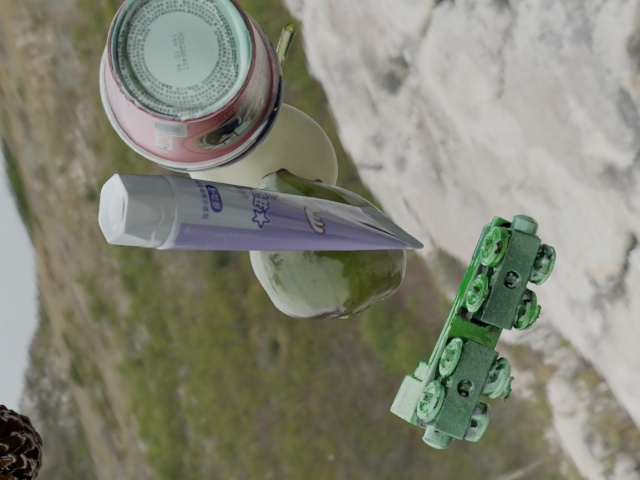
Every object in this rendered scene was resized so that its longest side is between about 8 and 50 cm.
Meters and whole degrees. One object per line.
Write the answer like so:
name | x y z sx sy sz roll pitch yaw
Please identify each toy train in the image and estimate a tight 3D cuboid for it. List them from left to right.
toy train | 0.156 0.091 1.357 0.085 0.251 0.119 25 177 -16

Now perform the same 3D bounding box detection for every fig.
fig | 0.000 0.000 1.777 0.225 0.203 0.203 64 162 4

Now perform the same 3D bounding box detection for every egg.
egg | -0.092 -0.123 2.020 0.186 0.242 0.186 17 -90 -88

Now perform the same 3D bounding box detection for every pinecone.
pinecone | -0.507 0.335 2.026 0.165 0.163 0.163 -159 47 -80

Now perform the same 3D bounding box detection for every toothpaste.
toothpaste | -0.064 -0.022 1.483 0.125 0.371 0.080 39 117 52

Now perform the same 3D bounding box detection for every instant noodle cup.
instant noodle cup | -0.157 -0.206 1.568 0.255 0.244 0.244 148 98 -86

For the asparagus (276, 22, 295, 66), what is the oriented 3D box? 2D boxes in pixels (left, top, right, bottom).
asparagus | -0.073 -0.374 2.605 0.025 0.021 0.108 25 117 8
